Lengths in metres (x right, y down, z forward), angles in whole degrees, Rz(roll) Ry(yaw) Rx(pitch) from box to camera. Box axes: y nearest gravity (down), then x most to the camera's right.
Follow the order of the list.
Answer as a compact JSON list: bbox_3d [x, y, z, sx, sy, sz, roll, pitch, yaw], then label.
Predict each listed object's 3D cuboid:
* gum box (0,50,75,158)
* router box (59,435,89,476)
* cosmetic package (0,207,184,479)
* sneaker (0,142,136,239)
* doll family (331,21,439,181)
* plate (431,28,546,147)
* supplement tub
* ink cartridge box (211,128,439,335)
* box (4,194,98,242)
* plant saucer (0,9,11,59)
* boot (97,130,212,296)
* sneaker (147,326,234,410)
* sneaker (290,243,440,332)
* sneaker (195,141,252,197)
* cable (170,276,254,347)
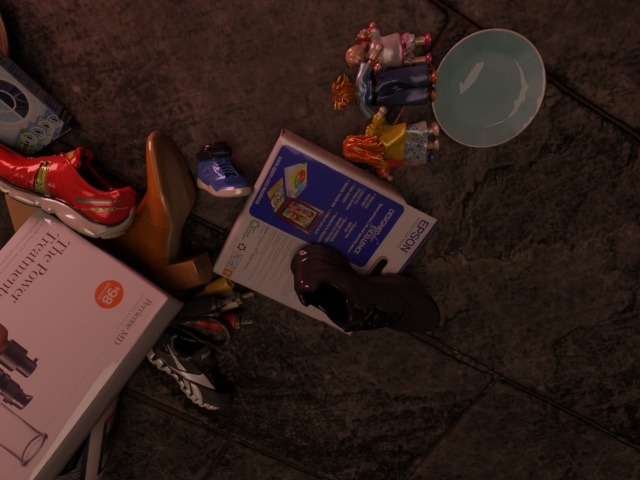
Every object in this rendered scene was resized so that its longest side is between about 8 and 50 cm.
[{"bbox_3d":[-0.543,-0.223,0.739,0.156,0.041,0.184,-27,135,11],"label":"gum box"},{"bbox_3d":[-0.506,0.226,0.809,0.242,0.081,0.309,16,75,4],"label":"router box"},{"bbox_3d":[-0.458,0.177,0.730,0.284,0.097,0.377,33,78,6],"label":"cosmetic package"},{"bbox_3d":[-0.436,-0.110,0.753,0.278,0.107,0.119,27,100,-4],"label":"sneaker"},{"bbox_3d":[0.103,-0.212,0.721,0.163,0.118,0.263,-6,112,4],"label":"doll family"},{"bbox_3d":[0.279,-0.252,0.751,0.187,0.024,0.188,0,112,1],"label":"plate"},{"bbox_3d":[-0.543,0.414,0.951,0.190,0.191,0.273,16,111,-5],"label":"supplement tub"},{"bbox_3d":[0.000,0.000,0.818,0.307,0.072,0.304,26,118,-14],"label":"ink cartridge box"},{"bbox_3d":[-0.512,0.005,0.879,0.164,0.021,0.202,1,112,2],"label":"box"},{"bbox_3d":[-0.641,-0.342,0.735,0.277,0.041,0.278,1,112,2],"label":"plant saucer"},{"bbox_3d":[-0.331,-0.032,0.821,0.211,0.104,0.296,-10,99,20],"label":"boot"},{"bbox_3d":[-0.257,0.268,0.945,0.106,0.078,0.234,-40,103,18],"label":"sneaker"},{"bbox_3d":[0.078,0.113,0.769,0.286,0.130,0.109,19,118,-10],"label":"sneaker"},{"bbox_3d":[-0.168,-0.124,0.762,0.058,0.152,0.085,-10,111,-35],"label":"sneaker"},{"bbox_3d":[-0.273,0.154,0.906,0.286,0.072,0.140,-10,87,14],"label":"cable"}]
